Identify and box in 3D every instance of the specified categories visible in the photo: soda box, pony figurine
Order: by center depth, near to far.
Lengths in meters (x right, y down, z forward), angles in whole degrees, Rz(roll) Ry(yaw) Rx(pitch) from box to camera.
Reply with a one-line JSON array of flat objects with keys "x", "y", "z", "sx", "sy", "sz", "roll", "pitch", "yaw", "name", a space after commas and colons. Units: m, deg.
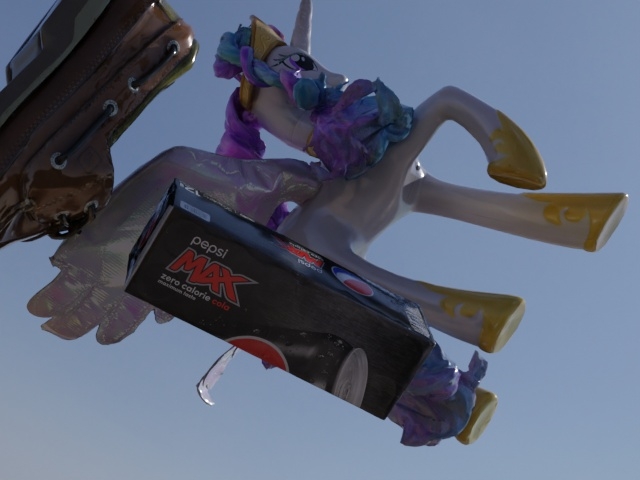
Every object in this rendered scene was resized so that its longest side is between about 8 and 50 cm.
[{"x": -0.022, "y": 0.034, "z": 0.578, "sx": 0.169, "sy": 0.060, "sz": 0.053, "roll": 28, "pitch": 14, "yaw": -15, "name": "soda box"}, {"x": 0.000, "y": 0.000, "z": 0.821, "sx": 0.363, "sy": 0.351, "sz": 0.303, "roll": 32, "pitch": -4, "yaw": 27, "name": "pony figurine"}]

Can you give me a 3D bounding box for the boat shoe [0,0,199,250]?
[{"x": -0.179, "y": -0.048, "z": 0.660, "sx": 0.104, "sy": 0.307, "sz": 0.111, "roll": 38, "pitch": -20, "yaw": -21, "name": "boat shoe"}]
